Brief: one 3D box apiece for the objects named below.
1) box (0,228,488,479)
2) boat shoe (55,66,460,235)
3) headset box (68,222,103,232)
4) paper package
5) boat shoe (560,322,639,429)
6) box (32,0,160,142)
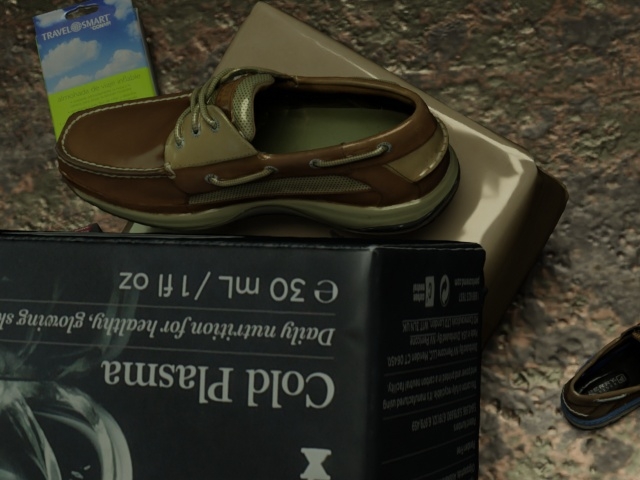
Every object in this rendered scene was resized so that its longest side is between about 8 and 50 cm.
[{"bbox_3d":[-0.141,0.229,1.255,0.479,0.297,0.472,1,91,20],"label":"box"},{"bbox_3d":[-0.053,-0.086,1.325,0.324,0.120,0.123,1,53,14],"label":"boat shoe"},{"bbox_3d":[-0.231,0.026,1.612,0.062,0.032,0.083,-19,65,0],"label":"headset box"},{"bbox_3d":[0.005,0.011,1.462,0.309,0.168,0.325,32,94,18],"label":"paper package"},{"bbox_3d":[0.294,0.102,1.480,0.183,0.066,0.066,-35,67,-7],"label":"boat shoe"},{"bbox_3d":[-0.218,-0.154,1.680,0.109,0.042,0.178,-16,66,1],"label":"box"}]
